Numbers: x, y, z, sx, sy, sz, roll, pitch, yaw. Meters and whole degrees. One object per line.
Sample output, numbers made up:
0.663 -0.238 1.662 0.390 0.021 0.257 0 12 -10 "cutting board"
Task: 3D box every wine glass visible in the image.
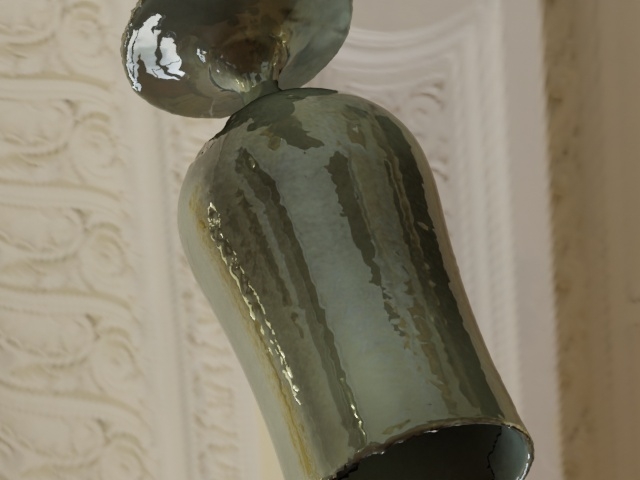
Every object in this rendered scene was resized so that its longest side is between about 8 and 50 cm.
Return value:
0.000 0.000 0.661 0.103 0.231 0.103 -14 -36 -11 "wine glass"
